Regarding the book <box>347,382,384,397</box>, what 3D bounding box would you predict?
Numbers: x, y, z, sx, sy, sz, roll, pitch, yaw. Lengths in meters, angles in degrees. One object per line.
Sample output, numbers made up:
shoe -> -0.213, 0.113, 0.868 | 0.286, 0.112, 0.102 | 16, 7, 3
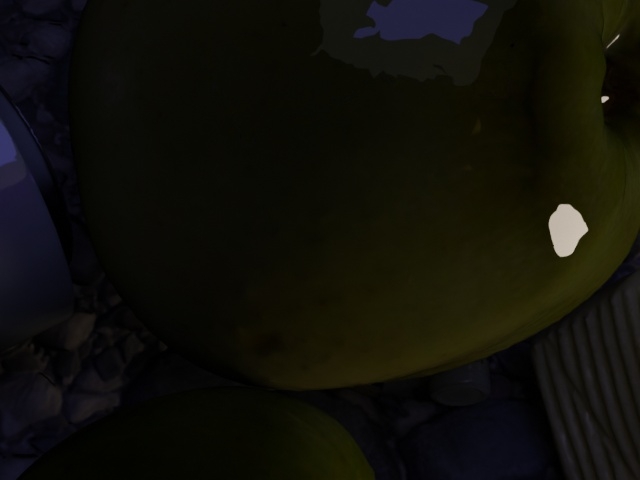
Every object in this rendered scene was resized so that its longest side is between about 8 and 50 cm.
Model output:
book -> 0.000, 0.000, 1.253 | 0.190, 0.025, 0.269 | 20, 59, -2

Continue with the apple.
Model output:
apple -> 0.040, -0.103, 1.027 | 0.473, 0.474, 0.474 | 6, 61, -10

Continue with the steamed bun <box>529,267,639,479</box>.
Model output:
steamed bun -> 0.375, 0.139, 1.163 | 0.272, 0.273, 0.290 | -16, 70, -38

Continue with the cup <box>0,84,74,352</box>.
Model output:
cup -> -0.395, 0.021, 1.022 | 0.371, 0.253, 0.253 | -28, 71, -22

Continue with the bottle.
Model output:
bottle -> 0.125, 0.047, 1.240 | 0.060, 0.060, 0.217 | 5, 60, -11

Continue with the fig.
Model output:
fig -> -0.114, 0.248, 0.949 | 0.316, 0.316, 0.316 | 6, 61, -10
